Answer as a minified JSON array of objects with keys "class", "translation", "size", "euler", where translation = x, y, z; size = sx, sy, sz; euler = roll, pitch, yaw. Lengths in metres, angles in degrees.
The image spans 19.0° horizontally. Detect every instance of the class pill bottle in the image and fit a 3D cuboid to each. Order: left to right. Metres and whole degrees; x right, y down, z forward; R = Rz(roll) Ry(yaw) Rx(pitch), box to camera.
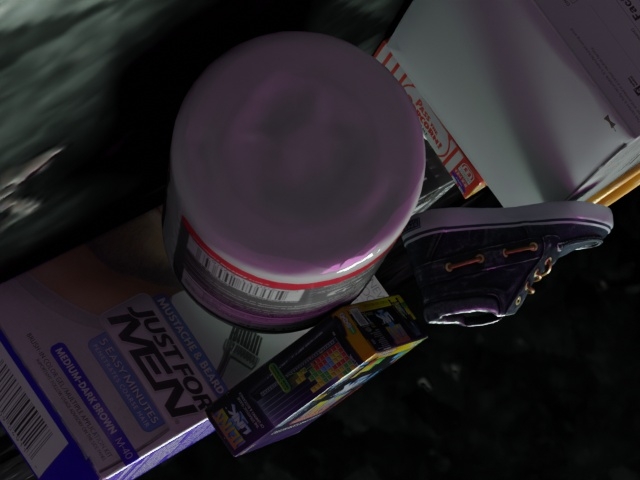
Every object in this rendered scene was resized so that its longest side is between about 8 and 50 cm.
[{"class":"pill bottle","translation":[-0.030,-0.026,1.430],"size":[0.176,0.176,0.318],"euler":[-32,173,-12]}]

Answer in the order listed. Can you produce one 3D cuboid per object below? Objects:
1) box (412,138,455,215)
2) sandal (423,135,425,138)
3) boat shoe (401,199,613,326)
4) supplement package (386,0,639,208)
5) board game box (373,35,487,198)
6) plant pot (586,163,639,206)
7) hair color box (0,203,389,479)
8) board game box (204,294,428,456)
[{"class":"box","translation":[0.000,0.000,2.136],"size":[0.242,0.076,0.307],"euler":[-30,172,-31]},{"class":"sandal","translation":[0.160,-0.152,1.741],"size":[0.265,0.102,0.076],"euler":[-14,-155,-37]},{"class":"boat shoe","translation":[0.145,0.019,1.432],"size":[0.183,0.083,0.065],"euler":[-4,167,-28]},{"class":"supplement package","translation":[0.189,-0.151,1.460],"size":[0.145,0.204,0.262],"euler":[-34,173,-18]},{"class":"board game box","translation":[0.163,-0.145,1.619],"size":[0.193,0.147,0.045],"euler":[-32,173,-20]},{"class":"plant pot","translation":[0.270,-0.134,1.998],"size":[0.205,0.188,0.205],"euler":[-34,173,-4]},{"class":"hair color box","translation":[-0.122,0.071,1.634],"size":[0.339,0.185,0.110],"euler":[-29,169,-38]},{"class":"board game box","translation":[0.000,0.104,1.507],"size":[0.141,0.048,0.170],"euler":[-39,171,15]}]
